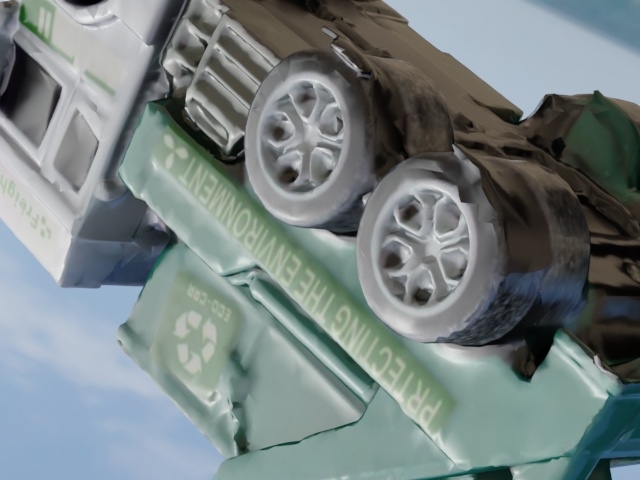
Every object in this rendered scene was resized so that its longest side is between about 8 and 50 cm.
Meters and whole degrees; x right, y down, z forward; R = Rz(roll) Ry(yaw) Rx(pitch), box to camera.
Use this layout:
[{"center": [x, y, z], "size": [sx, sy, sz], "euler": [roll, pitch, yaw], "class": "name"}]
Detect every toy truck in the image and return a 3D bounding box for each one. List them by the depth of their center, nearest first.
[{"center": [0.000, 0.000, 0.430], "size": [0.110, 0.116, 0.216], "euler": [4, -150, -48], "class": "toy truck"}]
